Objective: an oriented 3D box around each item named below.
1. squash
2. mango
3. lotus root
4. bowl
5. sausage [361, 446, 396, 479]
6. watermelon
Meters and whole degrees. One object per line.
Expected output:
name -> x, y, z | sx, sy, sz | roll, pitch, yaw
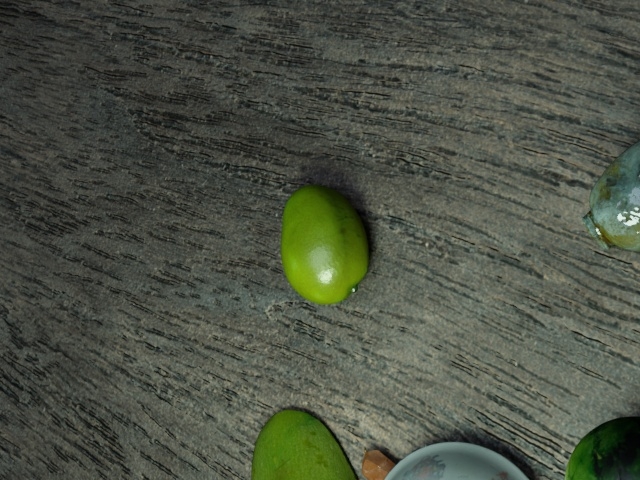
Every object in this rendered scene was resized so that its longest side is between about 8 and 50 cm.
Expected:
squash -> -0.039, 0.511, 1.930 | 0.233, 0.210, 0.309 | -39, 32, 21
mango -> 0.007, 0.000, 1.971 | 0.185, 0.149, 0.273 | -18, 65, 31
lotus root -> 0.602, -0.111, 1.601 | 0.349, 0.175, 0.175 | -45, 59, 17
bowl -> 0.225, 0.535, 1.650 | 0.345, 0.157, 0.345 | -2, 86, 21
sausage -> 0.142, 0.462, 1.820 | 0.169, 0.065, 0.065 | 25, 93, 35
watermelon -> 0.505, 0.402, 1.491 | 0.242, 0.242, 0.242 | -8, 74, 31
